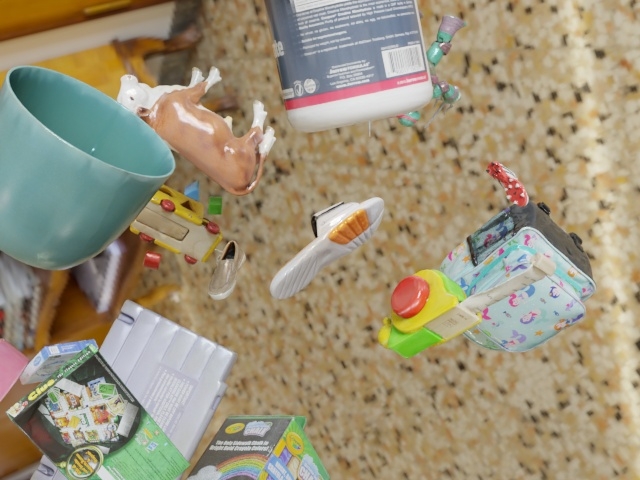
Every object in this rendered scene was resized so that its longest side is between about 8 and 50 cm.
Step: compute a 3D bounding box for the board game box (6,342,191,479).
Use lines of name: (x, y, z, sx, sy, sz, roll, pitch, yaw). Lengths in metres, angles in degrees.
board game box: (-0.284, 0.262, 1.440, 0.030, 0.136, 0.259, 32, 157, 47)

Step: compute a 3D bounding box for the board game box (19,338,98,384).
board game box: (-0.400, 0.185, 1.675, 0.090, 0.090, 0.020, -44, 65, 34)

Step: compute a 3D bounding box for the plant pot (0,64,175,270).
plant pot: (-0.416, -0.097, 1.734, 0.293, 0.293, 0.235, 46, 110, 30)

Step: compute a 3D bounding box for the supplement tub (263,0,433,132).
supplement tub: (0.028, -0.284, 1.382, 0.191, 0.191, 0.272, 0, 103, 56)

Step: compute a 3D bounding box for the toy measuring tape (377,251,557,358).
toy measuring tape: (0.210, 0.074, 1.668, 0.330, 0.121, 0.121, -35, 78, 34)

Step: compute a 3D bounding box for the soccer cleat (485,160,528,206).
soccer cleat: (0.263, -0.079, 1.515, 0.083, 0.036, 0.029, 51, 121, 29)

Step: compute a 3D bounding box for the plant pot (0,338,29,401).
plant pot: (-0.544, 0.191, 1.545, 0.180, 0.201, 0.201, 41, 150, -13)

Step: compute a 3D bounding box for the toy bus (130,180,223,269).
toy bus: (-0.271, -0.036, 2.165, 0.104, 0.191, 0.202, -93, -8, -55)

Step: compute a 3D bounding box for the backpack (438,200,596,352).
backpack: (0.339, 0.084, 1.961, 0.225, 0.191, 0.253, 39, 124, -24)

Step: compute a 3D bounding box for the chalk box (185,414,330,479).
chalk box: (-0.115, 0.459, 2.141, 0.180, 0.289, 0.179, -5, 124, 36)

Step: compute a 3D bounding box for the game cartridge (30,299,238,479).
game cartridge: (-0.316, 0.309, 1.896, 0.230, 0.355, 0.068, 26, 170, 5)

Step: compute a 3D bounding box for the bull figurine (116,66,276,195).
bull figurine: (-0.224, -0.217, 2.014, 0.310, 0.188, 0.101, 40, 158, -8)

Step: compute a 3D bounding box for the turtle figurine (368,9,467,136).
turtle figurine: (0.169, -0.282, 1.922, 0.118, 0.175, 0.234, -133, 58, -85)

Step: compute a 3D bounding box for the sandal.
sandal: (-0.001, -0.006, 1.872, 0.076, 0.265, 0.102, 41, 153, 27)

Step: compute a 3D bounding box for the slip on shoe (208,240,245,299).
slip on shoe: (-0.175, 0.054, 2.023, 0.051, 0.135, 0.041, 1, 129, 23)
